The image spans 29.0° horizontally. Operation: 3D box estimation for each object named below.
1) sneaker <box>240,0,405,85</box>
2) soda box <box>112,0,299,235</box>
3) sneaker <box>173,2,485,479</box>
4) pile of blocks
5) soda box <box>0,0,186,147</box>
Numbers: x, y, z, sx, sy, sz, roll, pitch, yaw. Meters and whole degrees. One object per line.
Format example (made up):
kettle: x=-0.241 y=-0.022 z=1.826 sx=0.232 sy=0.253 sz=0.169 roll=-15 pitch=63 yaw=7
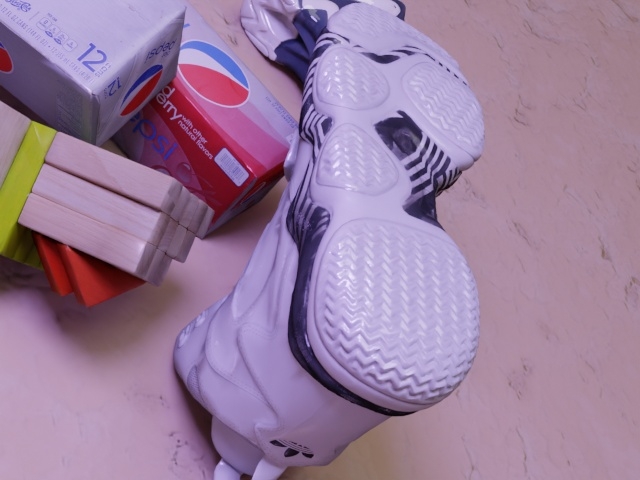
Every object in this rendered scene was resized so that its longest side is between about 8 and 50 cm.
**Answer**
sneaker: x=0.049 y=-0.159 z=1.132 sx=0.153 sy=0.094 sz=0.235 roll=-24 pitch=64 yaw=-42
soda box: x=-0.132 y=-0.135 z=0.952 sx=0.263 sy=0.083 sz=0.092 roll=48 pitch=38 yaw=3
sneaker: x=0.000 y=0.000 z=0.847 sx=0.137 sy=0.210 sz=0.366 roll=28 pitch=40 yaw=-21
pile of blocks: x=-0.249 y=-0.043 z=0.766 sx=0.362 sy=0.149 sz=0.113 roll=25 pitch=84 yaw=-11
soda box: x=-0.231 y=-0.191 z=0.847 sx=0.286 sy=0.091 sz=0.098 roll=38 pitch=64 yaw=7
